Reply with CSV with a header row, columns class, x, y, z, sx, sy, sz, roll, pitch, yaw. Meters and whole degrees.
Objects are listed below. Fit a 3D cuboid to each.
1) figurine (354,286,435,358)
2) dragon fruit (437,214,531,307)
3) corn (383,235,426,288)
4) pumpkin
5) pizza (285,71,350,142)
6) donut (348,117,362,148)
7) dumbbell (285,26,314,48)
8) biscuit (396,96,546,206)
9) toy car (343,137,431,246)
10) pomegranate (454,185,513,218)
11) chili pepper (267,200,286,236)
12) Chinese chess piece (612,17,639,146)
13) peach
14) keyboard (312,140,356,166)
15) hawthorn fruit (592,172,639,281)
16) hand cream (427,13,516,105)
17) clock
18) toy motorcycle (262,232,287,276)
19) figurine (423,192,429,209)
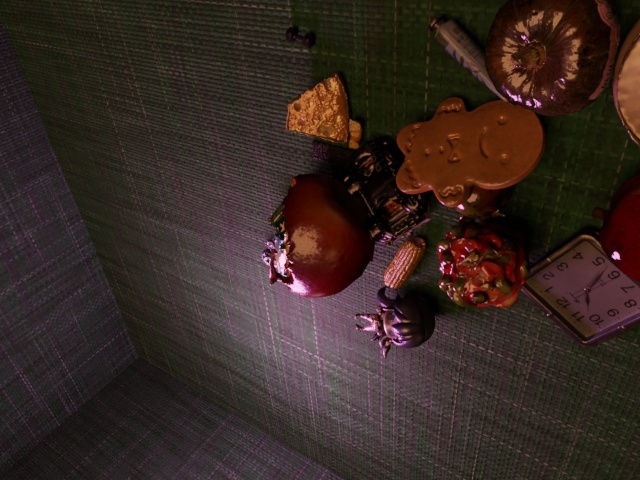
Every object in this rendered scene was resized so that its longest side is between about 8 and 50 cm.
class,x,y,z,sx,sy,sz,roll,pitch,yaw
figurine,0.254,0.264,1.742,0.265,0.197,0.175,20,138,57
dragon fruit,0.419,0.057,1.377,0.236,0.303,0.231,13,103,5
corn,0.264,0.074,1.662,0.080,0.080,0.238,37,141,12
pumpkin,0.441,-0.373,1.036,0.260,0.189,0.261,28,129,41
pizza,0.001,-0.393,1.522,0.188,0.081,0.204,9,121,7
donut,0.099,-0.305,1.510,0.037,0.067,0.083,12,97,13
dumbbell,-0.057,-0.561,1.454,0.083,0.040,0.036,27,105,21
biscuit,0.344,-0.217,1.254,0.354,0.052,0.276,-1,78,33
toy car,0.185,-0.145,1.472,0.193,0.118,0.301,-39,65,35
pomegranate,0.387,-0.153,1.316,0.156,0.156,0.220,-27,93,49
chili pepper,-0.103,-0.101,1.820,0.224,0.061,0.098,-44,59,35
Chinese chess piece,0.705,-0.295,0.929,0.338,0.140,0.338,23,133,27
peach,0.018,-0.009,1.618,0.309,0.335,0.406,9,124,0
keyboard,0.061,-0.259,1.617,0.204,0.013,0.061,20,132,29
hawthorn fruit,0.708,-0.024,1.068,0.307,0.265,0.265,32,142,45
hand cream,0.353,-0.406,1.190,0.271,0.091,0.058,46,136,7
clock,0.690,0.126,1.354,0.273,0.049,0.279,44,140,5
toy motorcycle,-0.114,0.052,1.955,0.198,0.109,0.296,39,141,5
figurine,0.277,-0.128,1.505,0.083,0.083,0.188,12,115,34
